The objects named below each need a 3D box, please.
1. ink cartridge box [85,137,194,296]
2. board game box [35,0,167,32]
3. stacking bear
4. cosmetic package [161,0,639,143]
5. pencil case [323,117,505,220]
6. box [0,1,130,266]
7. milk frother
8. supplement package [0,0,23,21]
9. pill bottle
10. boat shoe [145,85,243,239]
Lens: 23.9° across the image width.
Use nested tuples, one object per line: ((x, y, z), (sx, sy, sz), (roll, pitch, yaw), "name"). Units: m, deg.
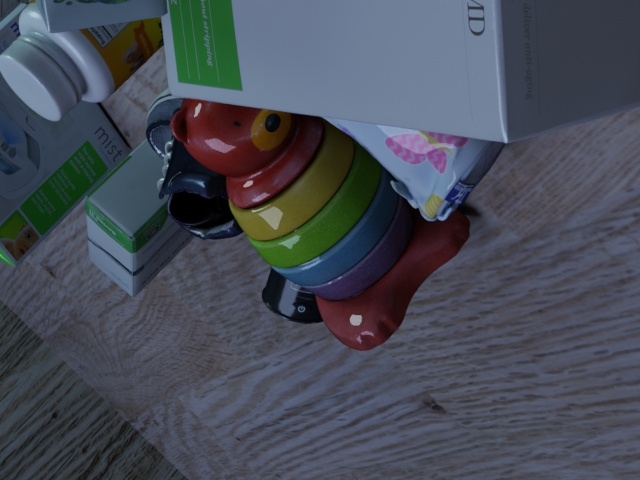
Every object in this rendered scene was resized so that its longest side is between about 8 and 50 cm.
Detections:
((-0.218, -0.036, 1.929), (0.087, 0.153, 0.208), (40, 158, 9), "ink cartridge box")
((-0.195, -0.333, 1.132), (0.224, 0.097, 0.303), (-127, 28, -62), "board game box")
((-0.021, -0.056, 1.473), (0.289, 0.175, 0.164), (46, 167, -28), "stacking bear")
((0.045, -0.191, 1.068), (0.365, 0.155, 0.197), (12, 113, 50), "cosmetic package")
((0.041, -0.139, 1.325), (0.273, 0.113, 0.124), (40, 133, 8), "pencil case")
((-0.417, -0.143, 1.966), (0.126, 0.231, 0.262), (18, 148, 48), "box")
((0.000, 0.000, 1.706), (0.143, 0.129, 0.135), (-119, 39, -51), "milk frother")
((-0.339, -0.311, 1.576), (0.105, 0.179, 0.105), (41, 159, 4), "supplement package")
((-0.212, -0.217, 1.482), (0.117, 0.215, 0.117), (36, 158, 17), "pill bottle")
((-0.139, -0.088, 1.681), (0.127, 0.158, 0.340), (51, 157, -21), "boat shoe")
